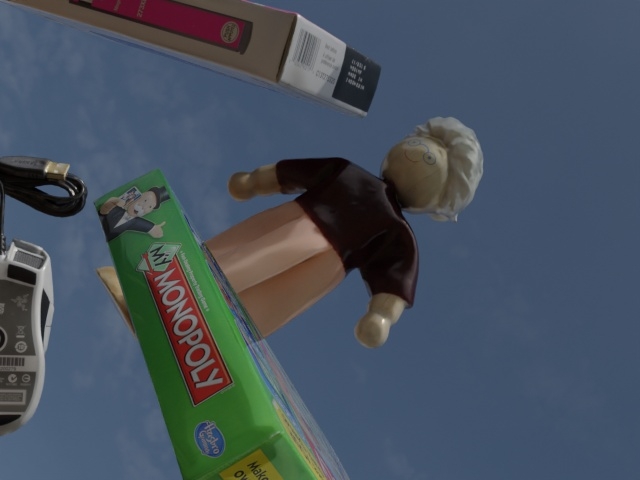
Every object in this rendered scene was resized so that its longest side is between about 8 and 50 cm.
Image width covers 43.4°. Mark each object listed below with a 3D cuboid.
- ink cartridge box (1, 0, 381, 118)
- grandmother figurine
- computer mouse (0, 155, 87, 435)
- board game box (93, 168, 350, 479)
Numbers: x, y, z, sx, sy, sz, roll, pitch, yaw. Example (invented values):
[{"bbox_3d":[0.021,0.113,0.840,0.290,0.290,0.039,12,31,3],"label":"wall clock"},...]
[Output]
[{"bbox_3d":[-0.140,-0.205,0.778,0.371,0.176,0.069,19,-83,25],"label":"ink cartridge box"},{"bbox_3d":[0.000,0.000,0.682,0.207,0.342,0.104,53,-17,16],"label":"grandmother figurine"},{"bbox_3d":[-0.221,0.036,0.554,0.106,0.042,0.192,4,-98,-10],"label":"computer mouse"},{"bbox_3d":[-0.019,0.132,0.478,0.213,0.046,0.317,54,-8,49],"label":"board game box"}]
